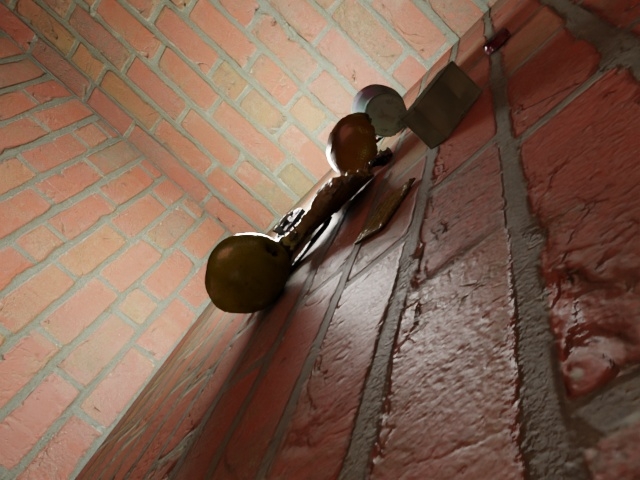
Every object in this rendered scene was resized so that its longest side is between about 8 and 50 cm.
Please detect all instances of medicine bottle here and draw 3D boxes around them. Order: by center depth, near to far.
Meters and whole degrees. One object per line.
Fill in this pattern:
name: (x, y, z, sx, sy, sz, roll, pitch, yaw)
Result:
medicine bottle: (0.281, -0.599, 2.476, 0.245, 0.245, 0.290, -46, 17, 10)

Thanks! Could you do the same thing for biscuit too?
biscuit: (0.165, -0.074, 1.394, 0.144, 0.016, 0.203, -36, 15, 53)

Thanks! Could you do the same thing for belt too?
belt: (-0.125, -0.056, 2.373, 0.218, 0.128, 0.122, -54, 11, -33)

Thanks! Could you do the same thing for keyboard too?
keyboard: (-0.010, -0.009, 1.883, 0.381, 0.041, 0.103, -44, 9, 24)

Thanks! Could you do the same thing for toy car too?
toy car: (0.232, -0.312, 2.020, 0.069, 0.055, 0.142, -42, -4, 30)

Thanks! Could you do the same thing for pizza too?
pizza: (0.015, -0.120, 1.909, 0.392, 0.080, 0.435, -45, -6, 18)

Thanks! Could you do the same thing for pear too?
pear: (-0.241, 0.104, 1.773, 0.294, 0.294, 0.294, -46, 9, 9)

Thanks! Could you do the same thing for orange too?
orange: (0.132, -0.411, 2.262, 0.262, 0.196, 0.334, -57, 18, 31)

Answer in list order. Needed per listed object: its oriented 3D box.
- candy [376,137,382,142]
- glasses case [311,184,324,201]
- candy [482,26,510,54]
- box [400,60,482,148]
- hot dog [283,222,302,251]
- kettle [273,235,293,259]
candy: (0.227, -0.446, 2.649, 0.323, 0.097, 0.097, -42, 5, -29)
glasses case: (0.032, -0.183, 2.204, 0.095, 0.062, 0.272, -45, -5, 10)
candy: (0.634, -0.719, 1.914, 0.103, 0.043, 0.103, -46, 8, 9)
box: (0.351, -0.393, 1.540, 0.225, 0.129, 0.086, -51, 8, -23)
hot dog: (-0.156, 0.036, 2.269, 0.289, 0.083, 0.068, -46, 2, 26)
kettle: (-0.193, 0.103, 2.069, 0.232, 0.144, 0.201, -49, -25, -56)
